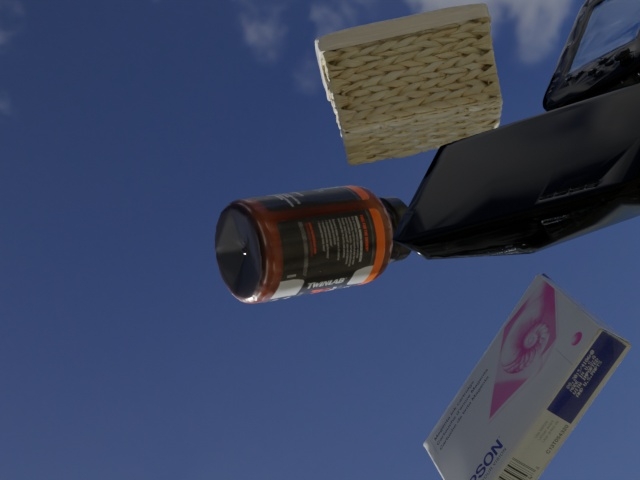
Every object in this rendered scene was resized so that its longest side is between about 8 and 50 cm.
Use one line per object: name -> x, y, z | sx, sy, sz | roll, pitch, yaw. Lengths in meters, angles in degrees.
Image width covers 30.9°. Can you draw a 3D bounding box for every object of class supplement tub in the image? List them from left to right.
supplement tub -> 0.000, 0.000, 1.172 | 0.198, 0.106, 0.106 | -9, -68, -34

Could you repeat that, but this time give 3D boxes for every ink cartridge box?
ink cartridge box -> 0.277, 0.215, 1.707 | 0.071, 0.330, 0.324 | 30, -82, -18

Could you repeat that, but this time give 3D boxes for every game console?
game console -> 0.198, -0.115, 0.876 | 0.044, 0.213, 0.361 | 55, -139, -24

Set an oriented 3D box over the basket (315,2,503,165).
basket -> 0.087, -0.145, 1.111 | 0.113, 0.167, 0.103 | 71, -172, -73
